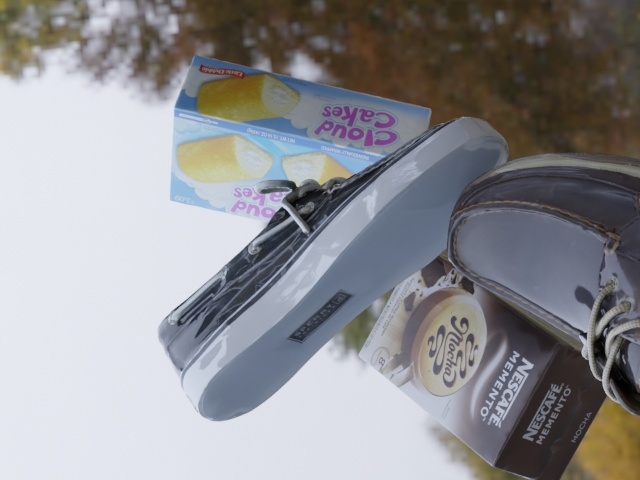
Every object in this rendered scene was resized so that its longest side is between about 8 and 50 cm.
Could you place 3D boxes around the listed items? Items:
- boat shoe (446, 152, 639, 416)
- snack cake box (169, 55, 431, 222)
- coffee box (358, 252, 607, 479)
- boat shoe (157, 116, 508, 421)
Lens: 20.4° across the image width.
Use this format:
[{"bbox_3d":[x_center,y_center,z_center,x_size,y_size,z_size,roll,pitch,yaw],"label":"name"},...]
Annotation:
[{"bbox_3d":[0.236,0.043,1.178,0.130,0.355,0.132,-51,-33,-40],"label":"boat shoe"},{"bbox_3d":[-0.024,-0.091,1.914,0.152,0.264,0.089,98,-174,-49],"label":"snack cake box"},{"bbox_3d":[0.199,0.146,2.148,0.119,0.297,0.168,23,-81,-39],"label":"coffee box"},{"bbox_3d":[0.002,0.001,1.329,0.113,0.306,0.105,20,-150,-54],"label":"boat shoe"}]
